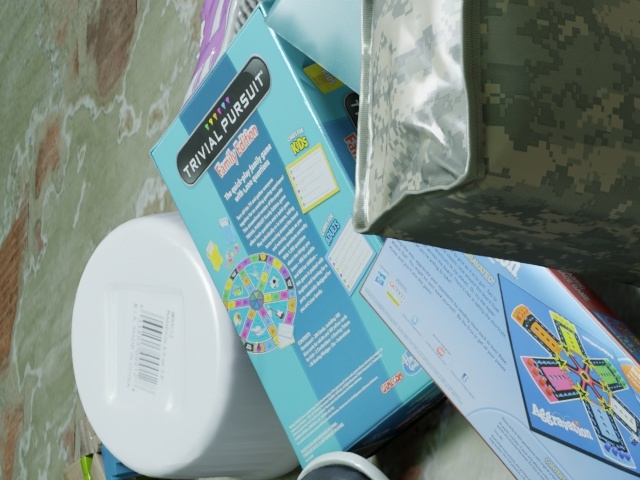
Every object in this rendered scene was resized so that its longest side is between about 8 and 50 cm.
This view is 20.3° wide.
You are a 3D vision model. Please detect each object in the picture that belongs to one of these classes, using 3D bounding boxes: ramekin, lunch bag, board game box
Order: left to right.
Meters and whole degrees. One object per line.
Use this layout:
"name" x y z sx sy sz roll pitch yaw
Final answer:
"ramekin" -0.119 0.098 1.714 0.277 0.135 0.277 1 92 47
"board game box" 0.000 0.000 1.504 0.254 0.079 0.336 -45 66 52
"board game box" 0.140 0.075 1.256 0.281 0.027 0.145 50 131 32
"lunch bag" 0.153 -0.135 1.168 0.169 0.235 0.287 -27 57 60

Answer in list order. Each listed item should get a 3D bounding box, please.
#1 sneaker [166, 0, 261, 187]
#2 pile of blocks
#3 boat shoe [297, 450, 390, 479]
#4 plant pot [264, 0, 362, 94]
"sneaker" -0.100 -0.180 1.943 0.282 0.102 0.161 -65 23 9
"pile of blocks" -0.195 0.225 1.991 0.362 0.113 0.149 109 144 -46
"boat shoe" -0.018 0.280 1.539 0.114 0.091 0.302 43 144 11
"plant pot" 0.110 -0.221 1.341 0.165 0.166 0.234 39 114 22
